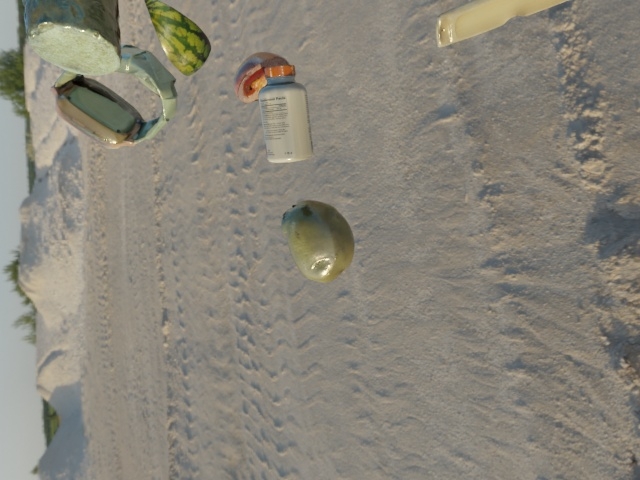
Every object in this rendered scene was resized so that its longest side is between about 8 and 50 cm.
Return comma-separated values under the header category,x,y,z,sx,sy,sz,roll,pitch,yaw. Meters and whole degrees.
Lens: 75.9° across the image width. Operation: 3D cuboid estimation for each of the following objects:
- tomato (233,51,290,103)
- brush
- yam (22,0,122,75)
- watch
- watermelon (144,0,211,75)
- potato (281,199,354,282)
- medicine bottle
category,x,y,z,sx,sy,sz,roll,pitch,yaw
tomato,-0.221,-0.602,1.466,0.112,0.228,0.199,53,134,9
brush,0.350,-0.429,0.722,0.060,0.320,0.050,69,180,-49
yam,-0.301,-0.294,0.498,0.107,0.107,0.194,-37,62,49
watch,-0.487,-0.360,1.001,0.241,0.253,0.162,-37,30,35
watermelon,-0.233,-0.352,0.726,0.163,0.068,0.087,23,-131,-83
potato,0.000,0.000,1.555,0.243,0.221,0.327,-17,102,21
medicine bottle,-0.113,-0.404,1.320,0.157,0.156,0.289,19,120,53
